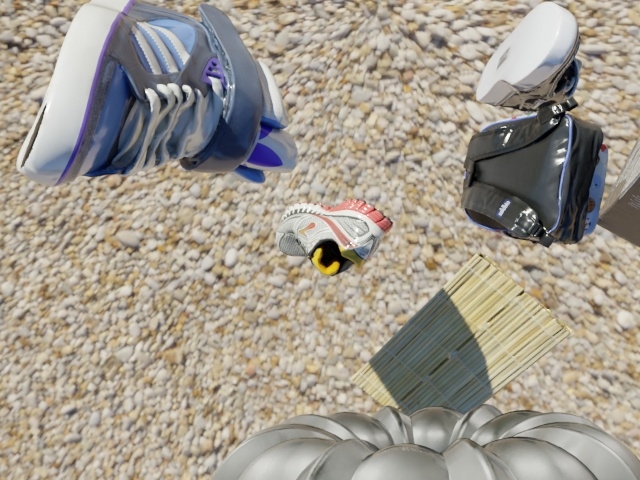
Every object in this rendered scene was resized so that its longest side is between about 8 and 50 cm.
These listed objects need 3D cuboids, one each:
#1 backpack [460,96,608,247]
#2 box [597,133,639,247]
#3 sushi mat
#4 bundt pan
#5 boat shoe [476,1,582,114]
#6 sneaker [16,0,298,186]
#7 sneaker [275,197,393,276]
[{"bbox_3d":[0.402,-0.119,1.761,0.213,0.263,0.276,17,85,-40],"label":"backpack"},{"bbox_3d":[0.709,-0.156,1.780,0.182,0.294,0.296,30,74,7],"label":"box"},{"bbox_3d":[0.176,0.153,1.225,0.151,0.019,0.316,43,130,5],"label":"sushi mat"},{"bbox_3d":[0.071,0.183,0.624,0.331,0.331,0.124,-3,87,4],"label":"bundt pan"},{"bbox_3d":[0.290,-0.221,1.202,0.102,0.301,0.108,19,83,-4],"label":"boat shoe"},{"bbox_3d":[-0.119,-0.112,0.833,0.236,0.323,0.130,24,116,-15],"label":"sneaker"},{"bbox_3d":[0.000,0.000,1.295,0.088,0.225,0.093,39,66,-24],"label":"sneaker"}]
